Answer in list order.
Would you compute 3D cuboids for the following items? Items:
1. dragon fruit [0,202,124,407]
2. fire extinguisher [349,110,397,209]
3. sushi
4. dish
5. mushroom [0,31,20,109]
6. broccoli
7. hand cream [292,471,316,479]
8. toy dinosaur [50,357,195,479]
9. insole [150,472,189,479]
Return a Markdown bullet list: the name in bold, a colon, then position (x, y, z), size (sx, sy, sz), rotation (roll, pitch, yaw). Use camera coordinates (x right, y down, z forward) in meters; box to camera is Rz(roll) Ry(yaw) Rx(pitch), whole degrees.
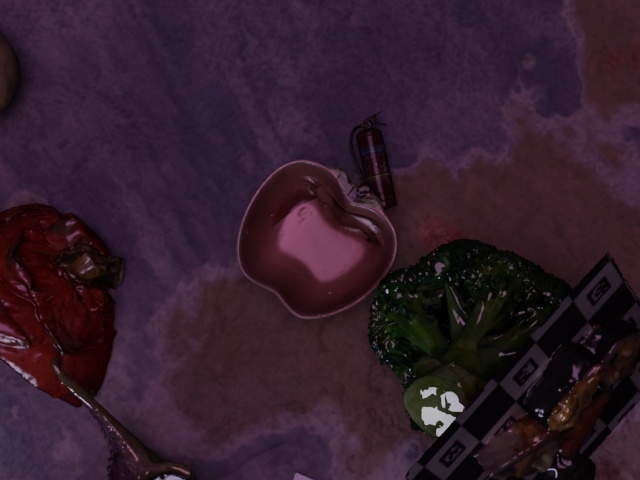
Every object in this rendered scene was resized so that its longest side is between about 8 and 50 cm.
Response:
- **dragon fruit**: position (-0.387, 0.053, 1.746), size (0.317, 0.152, 0.205), rotation (40, 88, 7)
- **fire extinguisher**: position (0.073, -0.107, 1.776), size (0.056, 0.039, 0.132), rotation (-12, 84, -5)
- **sushi**: position (0.300, 0.225, 1.572), size (0.343, 0.359, 0.064), rotation (-48, 54, -1)
- **dish**: position (0.000, 0.000, 1.747), size (0.213, 0.090, 0.213), rotation (0, 86, 7)
- **mushroom**: position (-0.497, -0.232, 1.790), size (0.166, 0.166, 0.127), rotation (37, 132, 7)
- **broccoli**: position (0.181, 0.141, 1.625), size (0.297, 0.297, 0.298), rotation (12, 115, 27)
- **hand cream**: position (-0.044, 0.477, 1.727), size (0.109, 0.067, 0.321), rotation (21, 82, 8)
- **toy dinosaur**: position (-0.262, 0.286, 1.721), size (0.199, 0.072, 0.251), rotation (7, 124, 5)
- **insole**: position (-0.179, 0.416, 1.714), size (0.086, 0.005, 0.253), rotation (-1, 110, 11)
